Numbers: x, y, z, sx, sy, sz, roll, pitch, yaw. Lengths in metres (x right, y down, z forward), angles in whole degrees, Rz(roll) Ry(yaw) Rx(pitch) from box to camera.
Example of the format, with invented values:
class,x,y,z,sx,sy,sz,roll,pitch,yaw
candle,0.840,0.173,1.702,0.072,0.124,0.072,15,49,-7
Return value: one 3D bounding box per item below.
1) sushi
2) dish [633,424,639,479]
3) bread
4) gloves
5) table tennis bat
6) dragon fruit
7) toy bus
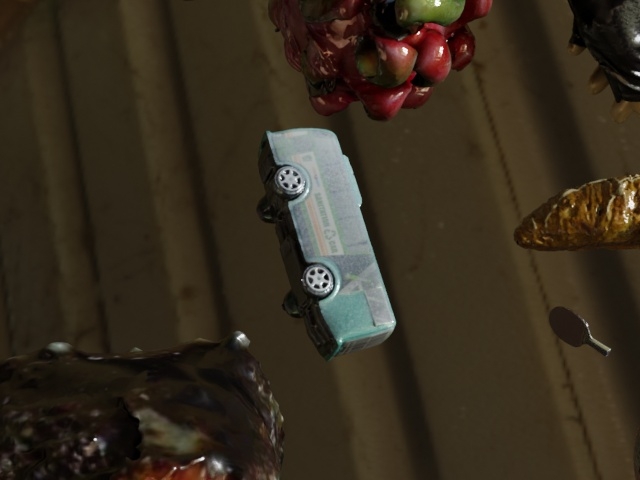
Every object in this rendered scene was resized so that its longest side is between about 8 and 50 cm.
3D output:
class,x,y,z,sx,sy,sz,roll,pitch,yaw
sushi,-0.116,0.209,0.642,0.182,0.196,0.343,-83,-179,-56
dish,0.401,0.187,1.274,0.213,0.213,0.090,-55,-140,28
bread,0.318,-0.029,1.353,0.105,0.233,0.076,111,-25,-77
gloves,0.285,-0.187,1.170,0.124,0.203,0.164,-23,-134,23
table tennis bat,0.297,0.107,1.462,0.083,0.007,0.050,36,-39,29
dragon fruit,0.060,-0.205,1.171,0.218,0.198,0.273,-44,-137,11
toy bus,0.000,0.000,1.421,0.091,0.109,0.261,120,-44,-67
